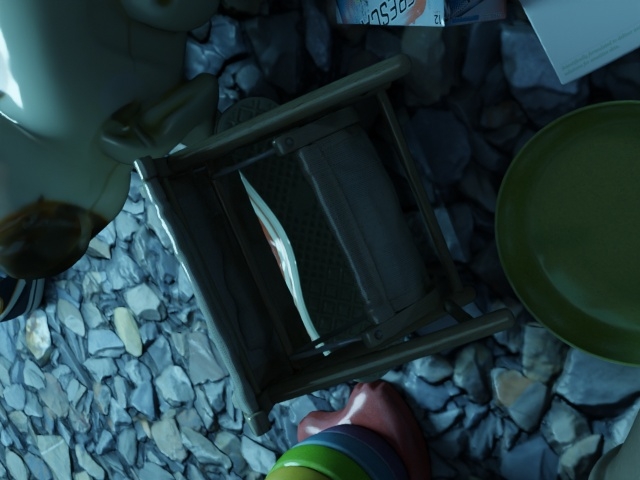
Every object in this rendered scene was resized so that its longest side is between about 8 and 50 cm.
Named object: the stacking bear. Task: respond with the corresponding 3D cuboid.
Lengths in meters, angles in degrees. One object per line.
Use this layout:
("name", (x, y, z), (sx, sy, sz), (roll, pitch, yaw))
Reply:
("stacking bear", (-0.013, 0.301, 0.881), (0.175, 0.289, 0.164), (-39, 84, 39))

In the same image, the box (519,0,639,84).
("box", (0.223, -0.194, 0.641), (0.101, 0.087, 0.102), (-25, 92, 40))

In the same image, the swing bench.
("swing bench", (0.000, 0.000, 0.756), (0.254, 0.165, 0.253), (-22, 95, 0))

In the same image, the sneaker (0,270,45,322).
("sneaker", (-0.466, -0.005, 1.191), (0.126, 0.127, 0.321), (30, 122, 24))

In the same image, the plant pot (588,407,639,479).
("plant pot", (0.337, 0.152, 0.602), (0.263, 0.263, 0.229), (11, 109, 32))

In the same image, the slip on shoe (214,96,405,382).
("slip on shoe", (-0.013, 0.002, 0.890), (0.331, 0.123, 0.101), (59, 161, -5))

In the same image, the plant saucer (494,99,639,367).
("plant saucer", (0.272, -0.006, 0.716), (0.241, 0.037, 0.241), (15, 117, 31))

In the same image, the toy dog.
("toy dog", (-0.252, -0.159, 0.806), (0.284, 0.395, 0.408), (33, 117, 18))

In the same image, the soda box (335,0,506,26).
("soda box", (0.079, -0.216, 0.703), (0.183, 0.063, 0.058), (28, 127, 60))
